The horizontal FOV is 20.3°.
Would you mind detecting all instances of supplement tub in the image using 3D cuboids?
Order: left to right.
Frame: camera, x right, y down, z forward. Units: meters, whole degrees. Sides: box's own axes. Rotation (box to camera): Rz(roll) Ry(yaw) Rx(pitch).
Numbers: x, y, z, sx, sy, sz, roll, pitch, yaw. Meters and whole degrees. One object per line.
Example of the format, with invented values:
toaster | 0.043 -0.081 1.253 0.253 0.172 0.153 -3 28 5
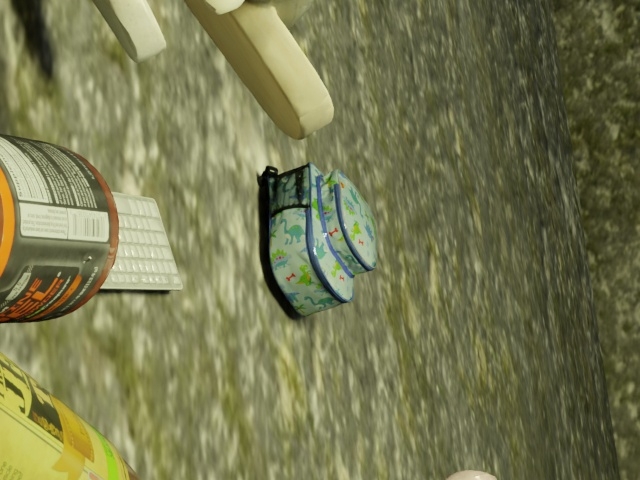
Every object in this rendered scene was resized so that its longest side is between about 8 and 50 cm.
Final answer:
supplement tub | -0.191 -0.007 0.935 0.198 0.106 0.106 5 71 -70

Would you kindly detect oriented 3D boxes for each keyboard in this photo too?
keyboard | -0.154 -0.002 1.191 0.256 0.014 0.072 7 69 -71

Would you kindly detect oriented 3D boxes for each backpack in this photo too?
backpack | 0.000 0.000 1.543 0.105 0.084 0.114 52 31 -46

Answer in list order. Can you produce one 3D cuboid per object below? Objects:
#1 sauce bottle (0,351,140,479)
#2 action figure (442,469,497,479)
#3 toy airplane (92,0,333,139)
sauce bottle | -0.198 0.082 0.827 0.344 0.111 0.111 52 28 -54
action figure | -0.028 0.321 0.878 0.370 0.275 0.248 -75 146 -53
toy airplane | -0.130 -0.268 1.049 0.386 0.272 0.384 48 9 -28
